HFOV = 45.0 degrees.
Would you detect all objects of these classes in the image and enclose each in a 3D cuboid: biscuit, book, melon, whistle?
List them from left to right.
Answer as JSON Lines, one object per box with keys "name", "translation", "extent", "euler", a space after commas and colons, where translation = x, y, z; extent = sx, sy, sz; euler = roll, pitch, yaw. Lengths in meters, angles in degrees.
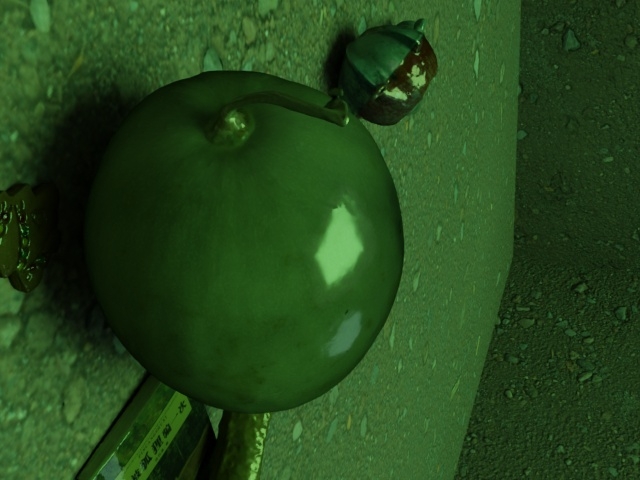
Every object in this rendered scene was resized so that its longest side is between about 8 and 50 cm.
{"name": "biscuit", "translation": [-0.212, -0.008, 0.540], "extent": [0.092, 0.016, 0.082], "euler": [39, 62, -69]}
{"name": "book", "translation": [-0.158, 0.240, 0.779], "extent": [0.160, 0.024, 0.228], "euler": [-59, 151, -42]}
{"name": "melon", "translation": [-0.058, 0.007, 0.621], "extent": [0.272, 0.272, 0.308], "euler": [-55, 141, -49]}
{"name": "whistle", "translation": [0.109, -0.260, 1.138], "extent": [0.346, 0.134, 0.142], "euler": [-61, 168, -61]}

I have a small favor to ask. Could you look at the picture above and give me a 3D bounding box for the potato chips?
{"name": "potato chips", "translation": [-0.095, 0.327, 0.799], "extent": [0.080, 0.057, 0.407], "euler": [145, -48, -68]}
